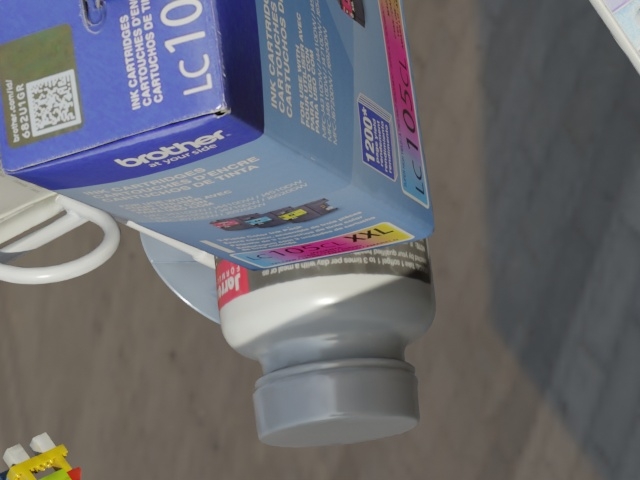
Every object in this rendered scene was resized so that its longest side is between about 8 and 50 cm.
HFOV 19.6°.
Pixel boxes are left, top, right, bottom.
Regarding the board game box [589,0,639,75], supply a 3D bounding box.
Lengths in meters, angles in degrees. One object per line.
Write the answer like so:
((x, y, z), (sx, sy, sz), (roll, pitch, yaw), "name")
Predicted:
((0.344, -0.239, 1.220), (0.390, 0.390, 0.050), (55, 161, -4), "board game box")

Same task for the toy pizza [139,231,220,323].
((-0.090, 0.012, 1.833), (0.032, 0.201, 0.201), (-54, -1, -38), "toy pizza")

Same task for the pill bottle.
((0.000, 0.000, 1.504), (0.176, 0.176, 0.319), (140, 127, -63), "pill bottle")

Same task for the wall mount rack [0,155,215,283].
((-0.258, -0.010, 1.487), (0.350, 0.304, 0.130), (23, 127, 36), "wall mount rack")

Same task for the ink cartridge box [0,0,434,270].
((-0.077, -0.149, 1.126), (0.151, 0.395, 0.270), (-14, 74, 22), "ink cartridge box")

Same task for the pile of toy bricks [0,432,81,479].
((-0.320, 0.278, 1.735), (0.105, 0.212, 0.118), (51, 138, 20), "pile of toy bricks")
